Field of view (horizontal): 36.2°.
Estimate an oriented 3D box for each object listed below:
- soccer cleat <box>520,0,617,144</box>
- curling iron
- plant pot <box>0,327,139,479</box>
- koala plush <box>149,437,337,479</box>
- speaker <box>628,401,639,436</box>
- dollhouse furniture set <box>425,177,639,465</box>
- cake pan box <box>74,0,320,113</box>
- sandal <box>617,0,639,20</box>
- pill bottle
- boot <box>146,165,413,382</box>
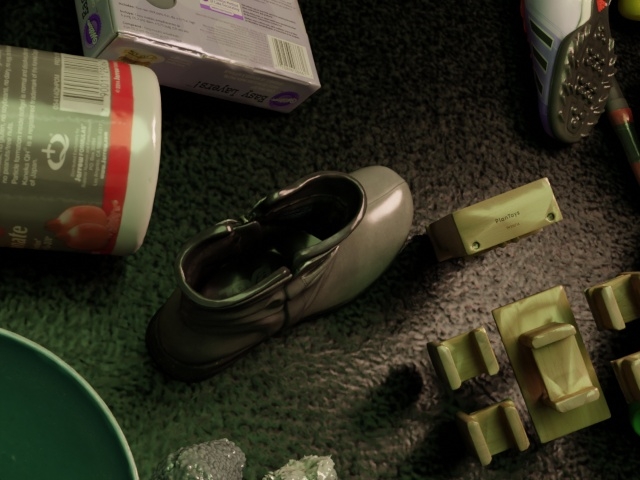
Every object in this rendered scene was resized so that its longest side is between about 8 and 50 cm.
[{"bbox_3d":[0.301,-0.268,1.229,0.108,0.116,0.318,20,74,-43],"label":"soccer cleat"},{"bbox_3d":[0.382,-0.156,1.234,0.068,0.035,0.274,-4,63,-41],"label":"curling iron"},{"bbox_3d":[-0.287,0.222,0.699,0.290,0.195,0.290,8,64,-17],"label":"plant pot"},{"bbox_3d":[-0.036,0.266,0.810,0.221,0.203,0.196,-13,57,-48],"label":"koala plush"},{"bbox_3d":[0.427,0.084,1.081,0.131,0.131,0.297,29,59,-6],"label":"speaker"},{"bbox_3d":[0.207,0.074,0.988,0.212,0.161,0.242,-20,88,-2],"label":"dollhouse furniture set"},{"bbox_3d":[-0.131,-0.269,1.020,0.266,0.070,0.246,5,63,-42],"label":"cake pan box"},{"bbox_3d":[0.505,-0.429,1.332,0.126,0.138,0.317,12,47,35],"label":"sandal"},{"bbox_3d":[-0.309,-0.085,0.848,0.318,0.176,0.176,5,64,-19],"label":"pill bottle"},{"bbox_3d":[0.000,0.000,0.900,0.118,0.223,0.338,48,59,6],"label":"boot"}]
